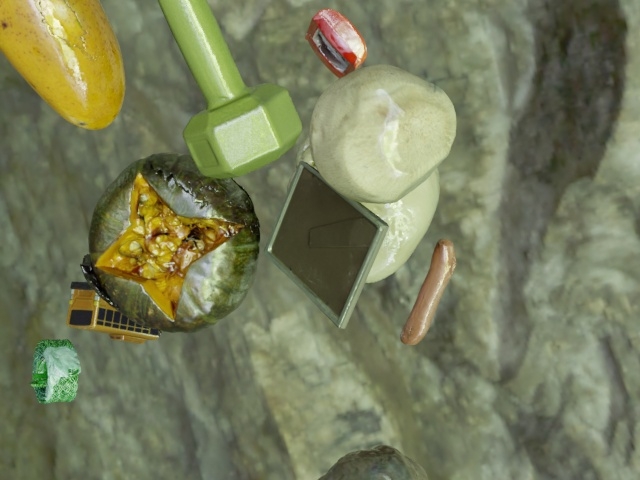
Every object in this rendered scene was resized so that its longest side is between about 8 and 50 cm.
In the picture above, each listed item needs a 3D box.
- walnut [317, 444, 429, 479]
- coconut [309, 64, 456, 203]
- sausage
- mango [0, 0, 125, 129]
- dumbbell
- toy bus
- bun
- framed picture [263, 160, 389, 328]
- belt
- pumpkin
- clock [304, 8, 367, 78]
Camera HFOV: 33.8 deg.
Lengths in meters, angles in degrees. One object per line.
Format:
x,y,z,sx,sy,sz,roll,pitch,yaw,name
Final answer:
0.082,0.412,1.520,0.224,0.224,0.224,165,-90,-75,walnut
0.089,-0.158,1.549,0.224,0.224,0.224,165,-90,-75,coconut
0.168,0.084,1.621,0.043,0.043,0.186,56,-47,51,sausage
-0.359,-0.279,1.428,0.290,0.160,0.191,62,-12,-22,mango
-0.126,-0.212,1.080,0.121,0.108,0.302,0,-61,56,dumbbell
-0.416,0.148,2.174,0.098,0.201,0.114,1,-102,37,toy bus
0.080,-0.100,2.120,0.326,0.234,0.362,-15,-115,39,bun
0.000,0.000,1.732,0.260,0.023,0.189,41,-65,46,framed picture
-0.521,0.254,2.031,0.151,0.079,0.121,29,-68,56,belt
-0.251,0.006,1.830,0.192,0.320,0.321,-14,89,-78,pumpkin
0.032,-0.341,1.820,0.113,0.061,0.155,49,-4,-3,clock
